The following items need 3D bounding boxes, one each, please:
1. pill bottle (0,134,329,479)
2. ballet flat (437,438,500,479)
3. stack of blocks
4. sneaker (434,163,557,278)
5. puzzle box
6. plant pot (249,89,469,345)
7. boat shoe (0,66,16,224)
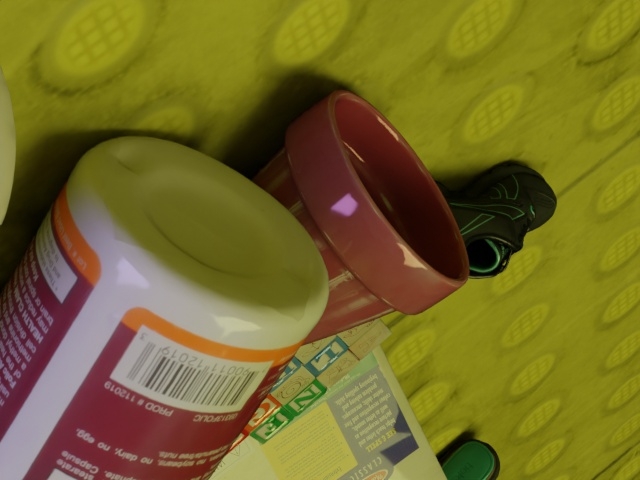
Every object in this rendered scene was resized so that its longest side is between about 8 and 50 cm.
[{"bbox_3d":[-0.180,0.130,1.430,0.224,0.224,0.392,-2,134,-51],"label":"pill bottle"},{"bbox_3d":[0.128,0.374,2.352,0.280,0.095,0.096,-37,165,-10],"label":"ballet flat"},{"bbox_3d":[-0.088,0.132,1.703,0.297,0.087,0.171,-41,153,-1],"label":"stack of blocks"},{"bbox_3d":[0.165,-0.007,1.816,0.267,0.106,0.101,-12,140,-47],"label":"sneaker"},{"bbox_3d":[-0.068,0.292,1.856,0.409,0.052,0.272,-34,118,-14],"label":"puzzle box"},{"bbox_3d":[0.000,0.000,1.532,0.180,0.201,0.201,-34,156,18],"label":"plant pot"},{"bbox_3d":[-0.322,0.010,1.165,0.158,0.127,0.340,-22,149,-48],"label":"boat shoe"}]
